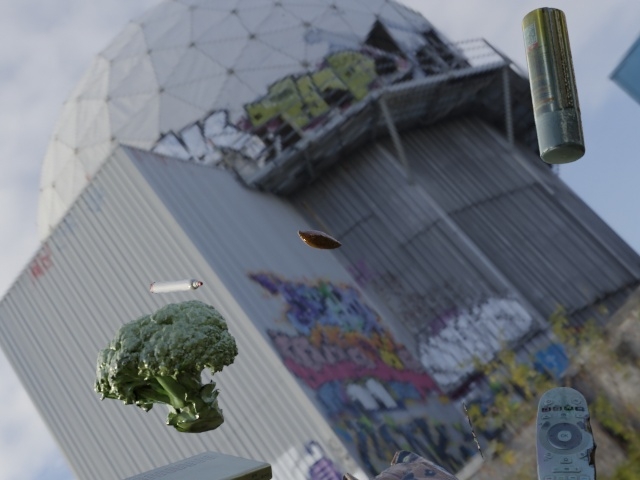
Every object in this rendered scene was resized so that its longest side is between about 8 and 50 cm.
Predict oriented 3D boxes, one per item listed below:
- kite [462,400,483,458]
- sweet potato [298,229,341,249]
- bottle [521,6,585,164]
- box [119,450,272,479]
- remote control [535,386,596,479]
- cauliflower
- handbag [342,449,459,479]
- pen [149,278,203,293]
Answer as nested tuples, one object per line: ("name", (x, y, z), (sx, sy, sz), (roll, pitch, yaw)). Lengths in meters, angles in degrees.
("kite", (0.279, 0.343, 1.799), (0.004, 0.122, 0.090), (-19, 15, 6))
("sweet potato", (0.000, 0.000, 1.855), (0.095, 0.034, 0.034), (14, -52, -22))
("bottle", (0.417, -0.278, 1.746), (0.082, 0.286, 0.082), (-2, -22, -1))
("box", (-0.259, 0.494, 1.995), (0.270, 0.210, 0.045), (-6, -85, -53))
("remote control", (0.403, 0.345, 1.599), (0.097, 0.256, 0.045), (-1, -47, 15))
("cauliflower", (-0.272, 0.248, 1.781), (0.272, 0.250, 0.275), (-27, -1, -5))
("handbag", (0.142, 0.505, 1.679), (0.190, 0.193, 0.252), (-12, -68, -31))
("pen", (-0.290, 0.091, 1.967), (0.026, 0.026, 0.218), (-20, 7, -34))
